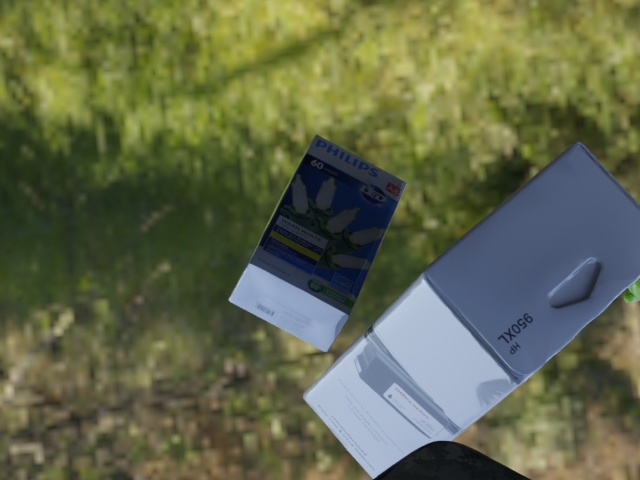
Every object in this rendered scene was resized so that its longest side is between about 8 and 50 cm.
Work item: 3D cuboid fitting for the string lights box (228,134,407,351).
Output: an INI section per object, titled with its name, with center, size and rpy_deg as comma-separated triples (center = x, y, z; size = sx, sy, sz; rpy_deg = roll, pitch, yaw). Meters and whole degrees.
[string lights box]
center = 0.000, 0.000, 2.303
size = 0.133, 0.259, 0.077
rpy_deg = 28, 133, -3

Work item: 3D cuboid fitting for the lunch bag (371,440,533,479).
[lunch bag]
center = 0.157, 0.379, 1.881
size = 0.305, 0.256, 0.212
rpy_deg = 25, -146, 30

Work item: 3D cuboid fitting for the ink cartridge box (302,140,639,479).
[ink cartridge box]
center = 0.185, 0.093, 2.219
size = 0.285, 0.166, 0.395
rpy_deg = -39, 175, -31

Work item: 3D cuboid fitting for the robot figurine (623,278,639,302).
[robot figurine]
center = 0.436, 0.038, 2.566
size = 0.067, 0.101, 0.115
rpy_deg = 17, -151, -27
